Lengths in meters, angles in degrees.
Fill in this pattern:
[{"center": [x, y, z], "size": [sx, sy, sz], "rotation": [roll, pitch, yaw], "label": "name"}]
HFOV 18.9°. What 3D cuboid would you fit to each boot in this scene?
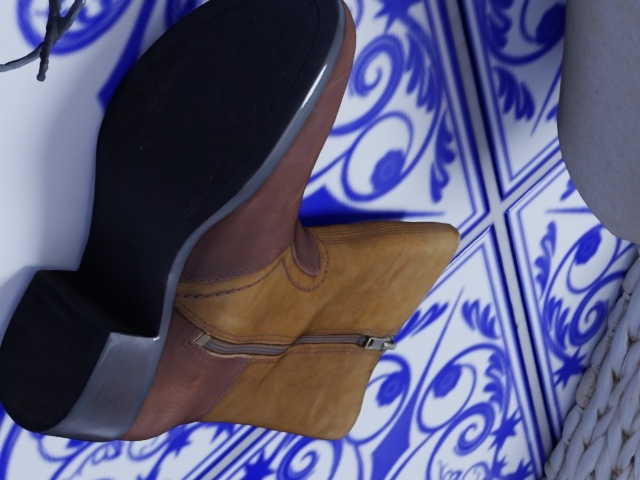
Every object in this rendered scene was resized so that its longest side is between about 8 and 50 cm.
[{"center": [0.000, 0.000, 0.985], "size": [0.280, 0.096, 0.264], "rotation": [8, 113, -54], "label": "boot"}]

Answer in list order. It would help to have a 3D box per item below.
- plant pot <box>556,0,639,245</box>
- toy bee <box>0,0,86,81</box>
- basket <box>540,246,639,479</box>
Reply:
[{"center": [0.259, -0.144, 1.011], "size": [0.334, 0.334, 0.305], "rotation": [-35, 153, -26], "label": "plant pot"}, {"center": [-0.004, -0.183, 0.729], "size": [0.195, 0.162, 0.298], "rotation": [27, 73, -20], "label": "toy bee"}, {"center": [0.384, 0.126, 1.408], "size": [0.331, 0.266, 0.328], "rotation": [-8, 126, -46], "label": "basket"}]
